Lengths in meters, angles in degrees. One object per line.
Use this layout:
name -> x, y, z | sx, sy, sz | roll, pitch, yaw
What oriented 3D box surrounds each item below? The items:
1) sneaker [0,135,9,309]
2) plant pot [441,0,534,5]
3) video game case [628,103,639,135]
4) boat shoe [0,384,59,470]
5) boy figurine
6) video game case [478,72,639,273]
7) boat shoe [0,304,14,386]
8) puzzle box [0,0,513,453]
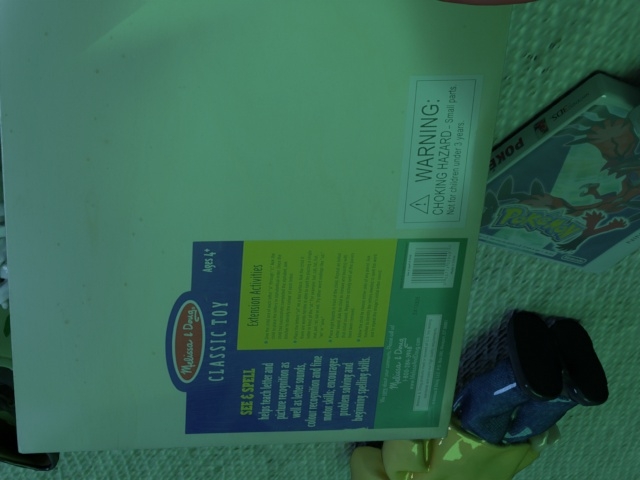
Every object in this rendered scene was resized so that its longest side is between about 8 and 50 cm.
sneaker -> -0.190, -0.016, 1.179 | 0.087, 0.092, 0.229 | -22, 149, 17
plant pot -> 0.056, -0.231, 0.736 | 0.275, 0.275, 0.243 | -18, 154, 8
video game case -> 0.350, -0.107, 1.298 | 0.227, 0.026, 0.206 | -35, 146, 20
boat shoe -> -0.267, 0.120, 1.403 | 0.080, 0.073, 0.223 | -28, 148, 25
boy figurine -> 0.128, 0.171, 1.654 | 0.177, 0.092, 0.285 | 7, 146, -34
video game case -> 0.203, -0.042, 1.376 | 0.201, 0.023, 0.183 | 14, 141, -40
boat shoe -> -0.230, 0.057, 1.332 | 0.079, 0.084, 0.233 | 14, 177, 35
puzzle box -> -0.043, -0.044, 1.058 | 0.272, 0.052, 0.409 | -1, 129, -8
